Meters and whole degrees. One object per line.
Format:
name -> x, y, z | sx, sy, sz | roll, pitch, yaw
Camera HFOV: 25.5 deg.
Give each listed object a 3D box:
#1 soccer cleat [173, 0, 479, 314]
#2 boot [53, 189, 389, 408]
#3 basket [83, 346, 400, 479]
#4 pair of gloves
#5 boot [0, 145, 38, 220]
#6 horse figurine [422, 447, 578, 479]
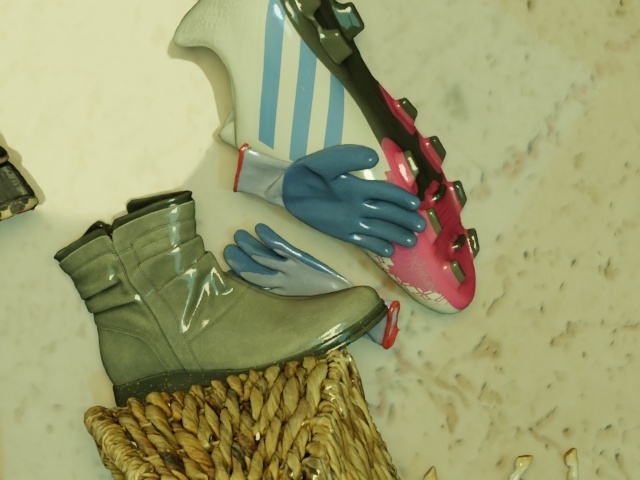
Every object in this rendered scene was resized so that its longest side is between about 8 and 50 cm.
soccer cleat -> 0.007, -0.073, 1.142 | 0.143, 0.116, 0.331 | -23, 107, 25
boot -> -0.084, 0.033, 1.102 | 0.246, 0.083, 0.161 | -17, 97, 17
basket -> -0.045, 0.265, 1.027 | 0.223, 0.213, 0.299 | -14, 115, 14
pair of gloves -> 0.000, 0.000, 1.109 | 0.159, 0.023, 0.198 | 20, 130, 11
boot -> -0.283, -0.150, 1.067 | 0.377, 0.138, 0.284 | -22, 95, -3
horse figurine -> 0.131, 0.271, 1.188 | 0.263, 0.066, 0.174 | -4, 88, -9
